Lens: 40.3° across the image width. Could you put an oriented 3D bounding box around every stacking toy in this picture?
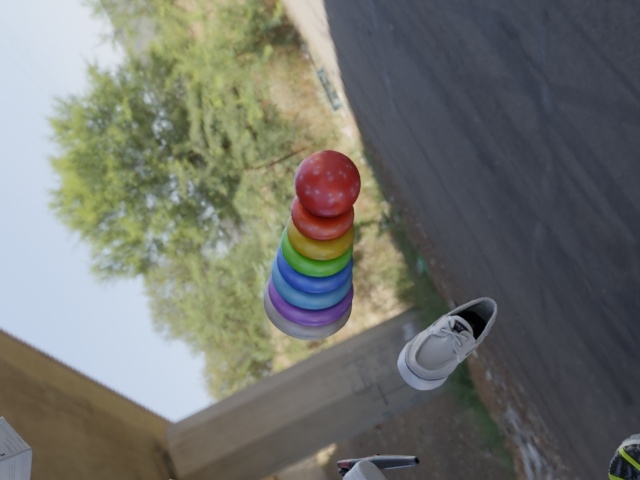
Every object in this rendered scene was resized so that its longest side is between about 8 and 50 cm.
[{"bbox_3d":[0.000,0.000,1.253,0.330,0.141,0.141,102,149,-49],"label":"stacking toy"}]

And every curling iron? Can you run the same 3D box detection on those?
[{"bbox_3d":[0.118,0.454,1.778,0.274,0.068,0.035,-34,42,55],"label":"curling iron"}]

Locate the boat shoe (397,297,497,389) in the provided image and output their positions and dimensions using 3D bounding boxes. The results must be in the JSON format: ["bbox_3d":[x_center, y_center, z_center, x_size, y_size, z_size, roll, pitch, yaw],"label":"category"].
[{"bbox_3d":[0.225,0.167,1.517,0.095,0.258,0.084,40,130,13],"label":"boat shoe"}]

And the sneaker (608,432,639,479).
[{"bbox_3d":[0.652,0.521,1.566,0.147,0.145,0.385,-24,-87,-58],"label":"sneaker"}]

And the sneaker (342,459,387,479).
[{"bbox_3d":[0.108,0.493,1.516,0.080,0.094,0.212,6,-140,-51],"label":"sneaker"}]

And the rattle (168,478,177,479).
[{"bbox_3d":[-0.320,0.577,1.716,0.130,0.199,0.143,45,-169,-51],"label":"rattle"}]

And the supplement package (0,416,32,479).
[{"bbox_3d":[-0.600,0.396,1.486,0.105,0.179,0.105,33,122,33],"label":"supplement package"}]
